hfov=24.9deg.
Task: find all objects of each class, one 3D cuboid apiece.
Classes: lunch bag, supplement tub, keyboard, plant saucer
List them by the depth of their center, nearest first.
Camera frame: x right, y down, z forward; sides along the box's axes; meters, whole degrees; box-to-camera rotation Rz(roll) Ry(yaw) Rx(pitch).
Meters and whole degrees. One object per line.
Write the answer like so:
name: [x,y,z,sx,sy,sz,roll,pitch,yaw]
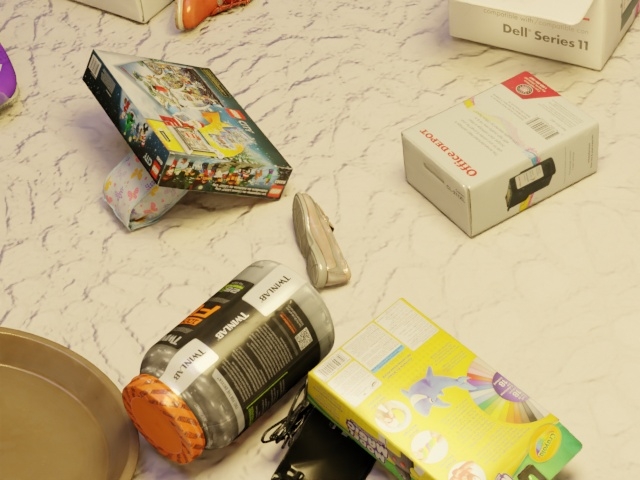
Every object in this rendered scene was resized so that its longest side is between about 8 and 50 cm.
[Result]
plant saucer: [-0.303,0.179,1.309,0.278,0.041,0.278,13,35,-9]
keyboard: [0.014,0.171,1.346,0.100,0.038,0.192,30,50,6]
supplement tub: [-0.086,0.114,1.351,0.117,0.117,0.190,27,52,33]
lunch bag: [-0.197,-0.058,1.604,0.083,0.053,0.071,-44,48,0]

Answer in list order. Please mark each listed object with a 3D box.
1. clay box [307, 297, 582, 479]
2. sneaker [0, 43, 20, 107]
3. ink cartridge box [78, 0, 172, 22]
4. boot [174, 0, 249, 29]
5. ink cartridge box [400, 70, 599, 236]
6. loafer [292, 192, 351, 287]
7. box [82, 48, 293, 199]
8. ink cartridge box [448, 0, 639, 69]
clay box: [0.110,0.161,1.295,0.222,0.053,0.127,39,59,24]
sneaker: [-0.463,-0.271,1.811,0.102,0.146,0.293,-21,43,-14]
ink cartridge box: [-0.238,-0.431,1.971,0.198,0.115,0.273,21,50,30]
boot: [-0.132,-0.322,1.882,0.085,0.059,0.158,16,46,18]
ink cartridge box: [0.193,-0.096,1.566,0.175,0.072,0.127,-27,46,-19]
loafer: [0.000,0.000,1.523,0.039,0.045,0.125,-1,47,-17]
box: [-0.152,-0.132,1.627,0.159,0.044,0.233,6,31,-36]
ink cartridge box: [0.287,-0.330,1.772,0.207,0.119,0.353,17,47,24]
